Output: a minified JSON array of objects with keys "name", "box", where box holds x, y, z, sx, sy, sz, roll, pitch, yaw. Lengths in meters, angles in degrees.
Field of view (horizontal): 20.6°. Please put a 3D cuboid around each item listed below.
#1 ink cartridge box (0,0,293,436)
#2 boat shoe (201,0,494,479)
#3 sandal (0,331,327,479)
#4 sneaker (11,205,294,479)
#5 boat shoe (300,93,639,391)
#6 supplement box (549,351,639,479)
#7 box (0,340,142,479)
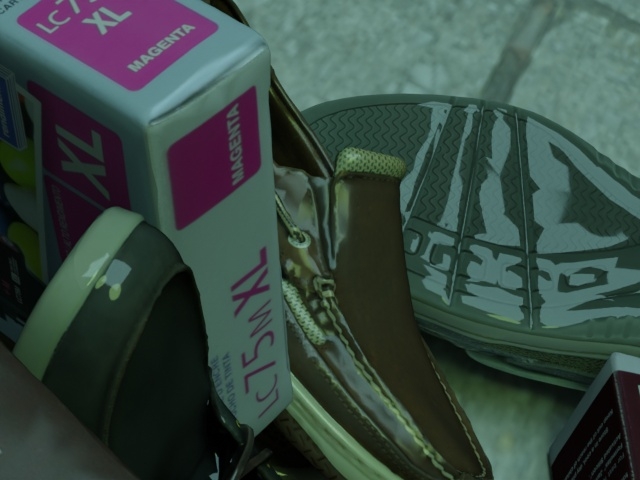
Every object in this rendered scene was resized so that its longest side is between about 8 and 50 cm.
[{"name":"ink cartridge box","box":[-0.144,-0.058,0.662,0.311,0.185,0.065,34,57,29]},{"name":"boat shoe","box":[-0.003,0.000,0.725,0.257,0.095,0.095,52,17,16]},{"name":"sandal","box":[-0.064,0.042,0.734,0.180,0.049,0.072,34,40,10]},{"name":"sneaker","box":[-0.029,0.084,0.556,0.118,0.222,0.083,22,52,15]},{"name":"boat shoe","box":[0.124,0.022,0.830,0.320,0.103,0.118,14,59,-3]},{"name":"supplement box","box":[0.174,0.165,0.705,0.130,0.073,0.239,15,39,-13]},{"name":"box","box":[-0.116,0.135,0.477,0.381,0.191,0.143,41,55,17]}]
